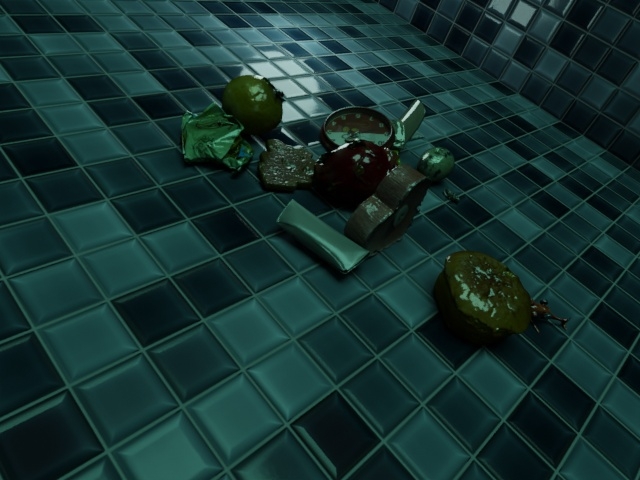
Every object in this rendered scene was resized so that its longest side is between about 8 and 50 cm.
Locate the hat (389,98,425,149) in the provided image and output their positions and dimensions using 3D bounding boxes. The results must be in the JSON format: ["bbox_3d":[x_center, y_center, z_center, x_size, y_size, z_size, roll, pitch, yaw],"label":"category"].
[{"bbox_3d":[0.327,-0.522,2.160,0.149,0.245,0.214,15,24,-21],"label":"hat"}]

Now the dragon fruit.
[{"bbox_3d":[0.134,-0.245,1.757,0.314,0.250,0.250,19,40,-17],"label":"dragon fruit"}]

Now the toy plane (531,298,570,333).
[{"bbox_3d":[0.747,0.253,1.630,0.194,0.077,0.126,33,49,-2],"label":"toy plane"}]

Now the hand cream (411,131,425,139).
[{"bbox_3d":[0.412,-0.493,2.317,0.216,0.038,0.053,-19,79,-46],"label":"hand cream"}]

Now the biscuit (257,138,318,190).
[{"bbox_3d":[-0.128,-0.261,1.797,0.278,0.043,0.301,35,43,11],"label":"biscuit"}]

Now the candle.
[{"bbox_3d":[0.225,-0.096,1.635,0.131,0.317,0.287,42,2,26],"label":"candle"}]

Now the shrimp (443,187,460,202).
[{"bbox_3d":[0.539,-0.187,2.046,0.038,0.029,0.092,-14,46,-25],"label":"shrimp"}]

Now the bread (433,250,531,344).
[{"bbox_3d":[0.497,0.173,1.525,0.311,0.172,0.312,14,45,-14],"label":"bread"}]

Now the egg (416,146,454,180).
[{"bbox_3d":[0.479,-0.319,2.072,0.181,0.141,0.141,-26,60,-32],"label":"egg"}]

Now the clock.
[{"bbox_3d":[0.156,-0.445,2.071,0.318,0.080,0.319,1,51,-1],"label":"clock"}]

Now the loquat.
[{"bbox_3d":[-0.250,-0.516,1.873,0.243,0.244,0.244,13,41,-12],"label":"loquat"}]

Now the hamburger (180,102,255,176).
[{"bbox_3d":[-0.355,-0.364,1.721,0.275,0.151,0.261,12,43,-14],"label":"hamburger"}]

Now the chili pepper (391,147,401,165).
[{"bbox_3d":[0.322,-0.338,2.098,0.043,0.049,0.208,-10,44,12],"label":"chili pepper"}]

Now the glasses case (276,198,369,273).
[{"bbox_3d":[-0.001,0.001,1.542,0.308,0.083,0.128,36,47,14],"label":"glasses case"}]
